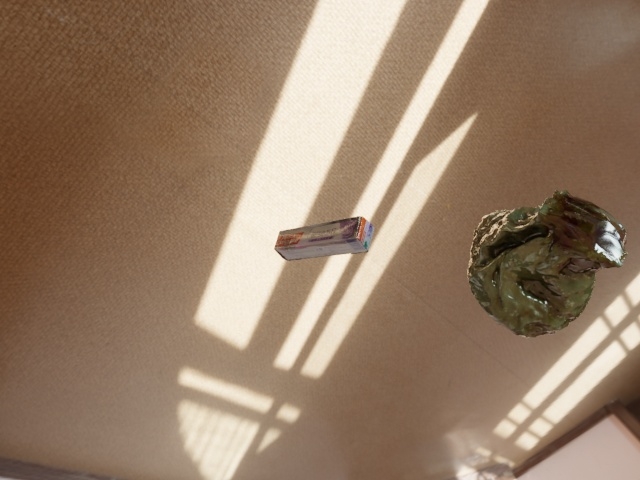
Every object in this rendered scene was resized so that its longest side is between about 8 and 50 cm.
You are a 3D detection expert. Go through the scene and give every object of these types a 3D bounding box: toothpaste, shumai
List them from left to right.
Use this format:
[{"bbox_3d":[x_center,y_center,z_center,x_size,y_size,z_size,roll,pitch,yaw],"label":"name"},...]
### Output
[{"bbox_3d":[0.000,0.000,0.729,0.197,0.047,0.040,-8,147,44],"label":"toothpaste"},{"bbox_3d":[0.386,0.025,0.703,0.261,0.225,0.222,-17,168,-48],"label":"shumai"}]
